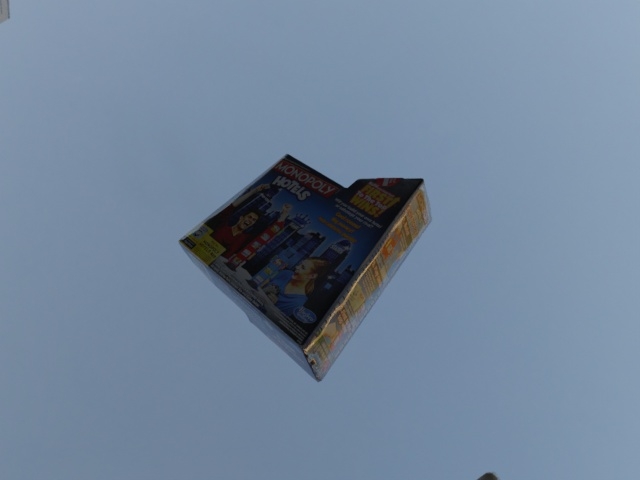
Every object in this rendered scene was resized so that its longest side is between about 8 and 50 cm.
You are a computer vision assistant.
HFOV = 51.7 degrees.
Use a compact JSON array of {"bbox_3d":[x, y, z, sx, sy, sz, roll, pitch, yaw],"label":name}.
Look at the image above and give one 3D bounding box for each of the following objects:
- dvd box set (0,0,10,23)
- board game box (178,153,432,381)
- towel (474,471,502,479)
[{"bbox_3d":[-0.526,-0.189,0.693,0.420,0.308,0.062,-41,-73,-17],"label":"dvd box set"},{"bbox_3d":[0.000,0.000,0.620,0.194,0.060,0.194,-40,-131,-18],"label":"board game box"},{"bbox_3d":[0.141,0.328,0.487,0.049,0.282,0.187,-12,-140,-34],"label":"towel"}]
